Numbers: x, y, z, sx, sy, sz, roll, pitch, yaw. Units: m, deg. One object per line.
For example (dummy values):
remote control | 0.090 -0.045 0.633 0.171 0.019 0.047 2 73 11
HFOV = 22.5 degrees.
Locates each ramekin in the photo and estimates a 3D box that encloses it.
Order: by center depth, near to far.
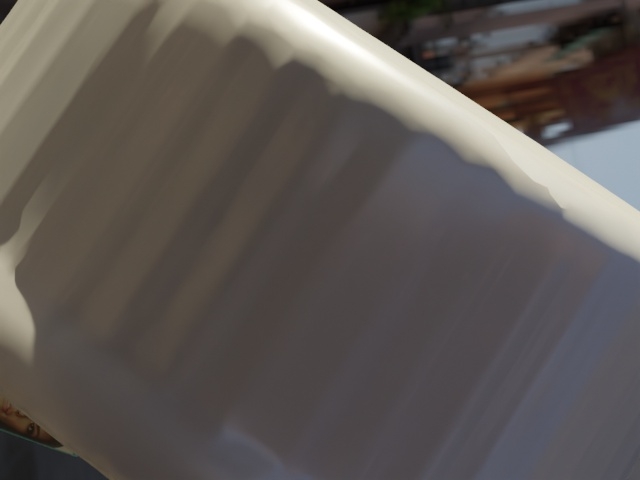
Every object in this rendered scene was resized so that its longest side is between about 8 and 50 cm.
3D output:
ramekin | 0.000 0.000 0.549 0.135 0.277 0.277 -57 -169 7

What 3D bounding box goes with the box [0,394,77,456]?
box | -0.233 0.047 0.998 0.060 0.244 0.101 -12 116 -70
